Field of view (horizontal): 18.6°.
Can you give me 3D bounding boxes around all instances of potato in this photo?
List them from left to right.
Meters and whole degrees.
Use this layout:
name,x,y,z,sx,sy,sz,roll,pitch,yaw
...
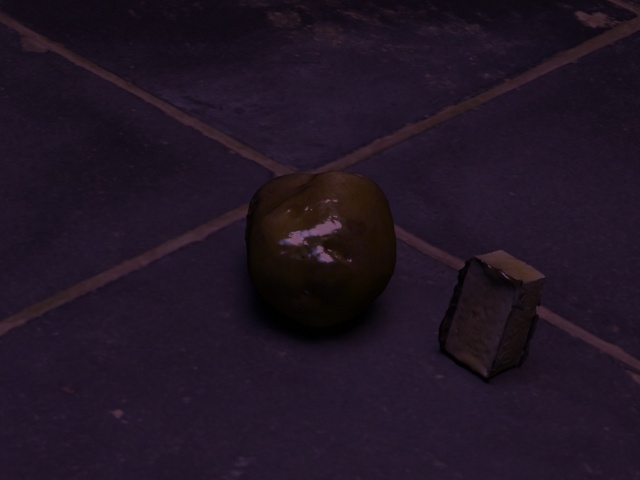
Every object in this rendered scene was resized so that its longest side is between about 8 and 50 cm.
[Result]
name,x,y,z,sx,sy,sz,roll,pitch,yaw
potato,0.000,0.004,2.054,0.155,0.137,0.200,-17,29,13
potato,0.179,0.074,2.002,0.086,0.122,0.061,33,31,30
